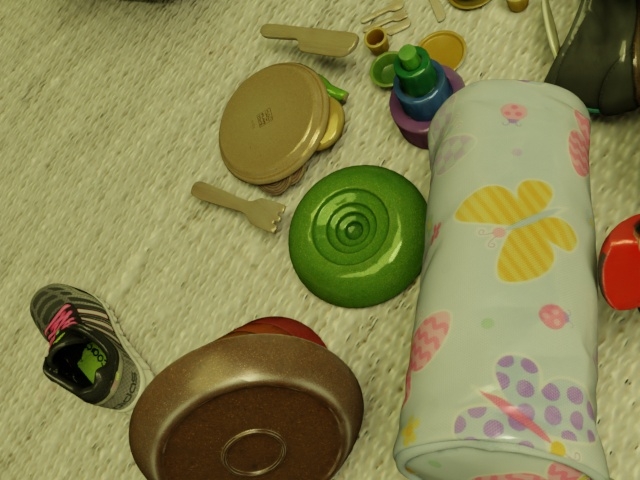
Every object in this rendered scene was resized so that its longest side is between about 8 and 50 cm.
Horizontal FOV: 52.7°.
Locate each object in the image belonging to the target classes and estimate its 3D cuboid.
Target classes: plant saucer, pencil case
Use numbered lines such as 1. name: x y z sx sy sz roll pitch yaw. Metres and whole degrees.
1. plant saucer: -0.047 0.141 0.453 0.168 0.168 0.029 -36 32 7
2. pencil case: 0.115 0.025 0.411 0.113 0.124 0.273 7 56 8

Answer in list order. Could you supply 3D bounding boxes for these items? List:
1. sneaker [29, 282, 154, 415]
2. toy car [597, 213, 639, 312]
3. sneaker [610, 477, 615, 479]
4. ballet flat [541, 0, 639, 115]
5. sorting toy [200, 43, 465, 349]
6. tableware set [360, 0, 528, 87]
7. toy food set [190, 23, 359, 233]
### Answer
1. sneaker: -0.221 0.091 0.586 0.170 0.075 0.063 40 90 28
2. toy car: 0.299 0.009 0.334 0.239 0.225 0.053 -39 18 32
3. sneaker: 0.199 0.250 0.331 0.292 0.108 0.169 24 85 49
4. ballet flat: 0.227 -0.233 0.513 0.096 0.095 0.280 4 73 36
5. sorting toy: 0.000 0.000 0.501 0.127 0.126 0.365 29 85 28
6. tableware set: 0.110 -0.199 0.583 0.154 0.024 0.104 -19 66 14
7. toy food set: -0.039 -0.107 0.609 0.132 0.038 0.192 22 86 34
